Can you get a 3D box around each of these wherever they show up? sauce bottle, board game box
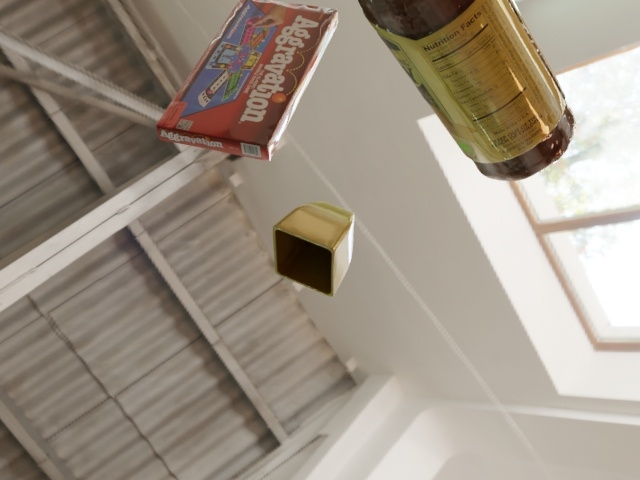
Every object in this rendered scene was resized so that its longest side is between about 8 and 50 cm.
[{"bbox_3d":[0.103,-0.196,0.612,0.344,0.111,0.111,47,-121,-33],"label":"sauce bottle"},{"bbox_3d":[-0.086,-0.219,0.928,0.027,0.144,0.281,87,-161,-51],"label":"board game box"}]

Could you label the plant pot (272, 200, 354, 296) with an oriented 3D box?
[{"bbox_3d":[0.000,0.000,0.852,0.083,0.081,0.082,-52,-26,-38],"label":"plant pot"}]
